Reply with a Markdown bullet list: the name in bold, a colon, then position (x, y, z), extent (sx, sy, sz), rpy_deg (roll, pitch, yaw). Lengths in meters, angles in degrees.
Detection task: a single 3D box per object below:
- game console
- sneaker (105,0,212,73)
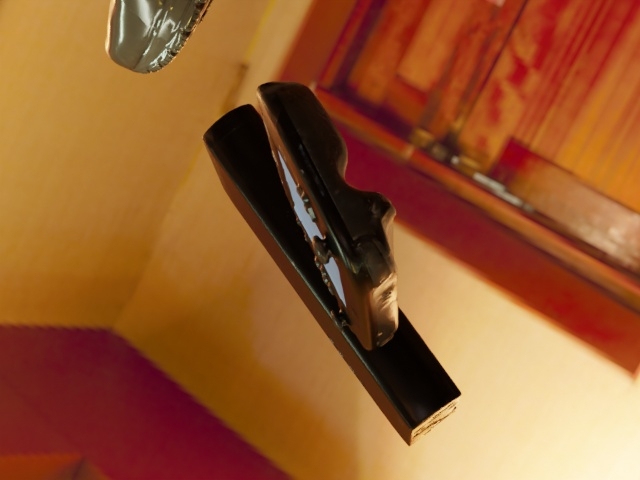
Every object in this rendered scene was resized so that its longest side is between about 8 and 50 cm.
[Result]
- **game console**: position (0.000, 0.000, 0.783), extent (0.213, 0.044, 0.361), rpy_deg (54, 174, 13)
- **sneaker**: position (-0.106, -0.231, 0.947), extent (0.130, 0.286, 0.109), rpy_deg (22, -136, -6)
